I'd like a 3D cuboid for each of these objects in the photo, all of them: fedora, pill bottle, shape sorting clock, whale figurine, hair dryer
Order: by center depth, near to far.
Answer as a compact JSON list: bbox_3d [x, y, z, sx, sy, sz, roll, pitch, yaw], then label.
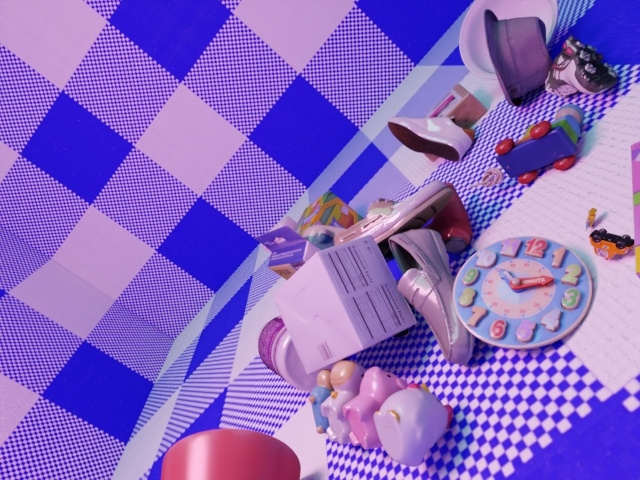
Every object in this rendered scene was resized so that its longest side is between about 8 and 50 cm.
[{"bbox_3d":[0.313,0.075,0.732,0.206,0.040,0.206,-20,41,18],"label":"shape sorting clock"},{"bbox_3d":[0.241,-0.022,1.078,0.224,0.080,0.293,26,71,43],"label":"hair dryer"},{"bbox_3d":[0.526,-0.486,1.196,0.124,0.275,0.243,-11,56,32],"label":"fedora"},{"bbox_3d":[-0.071,0.284,1.227,0.169,0.169,0.301,-56,17,-16],"label":"pill bottle"},{"bbox_3d":[0.058,0.036,1.423,0.272,0.216,0.141,1,69,38],"label":"whale figurine"}]

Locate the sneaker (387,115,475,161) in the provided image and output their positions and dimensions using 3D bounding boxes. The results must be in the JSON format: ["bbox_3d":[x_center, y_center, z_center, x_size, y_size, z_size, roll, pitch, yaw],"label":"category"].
[{"bbox_3d":[0.348,-0.340,1.440,0.290,0.106,0.123,33,72,35],"label":"sneaker"}]

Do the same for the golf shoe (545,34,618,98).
[{"bbox_3d":[0.581,-0.366,1.042,0.120,0.105,0.273,-59,1,38],"label":"golf shoe"}]

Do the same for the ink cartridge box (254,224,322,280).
[{"bbox_3d":[-0.038,0.083,1.331,0.072,0.307,0.304,-63,18,-17],"label":"ink cartridge box"}]

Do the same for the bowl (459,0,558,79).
[{"bbox_3d":[0.589,-0.628,1.401,0.298,0.134,0.297,0,90,47],"label":"bowl"}]

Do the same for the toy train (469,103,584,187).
[{"bbox_3d":[0.448,-0.202,1.015,0.143,0.105,0.248,-48,12,-29],"label":"toy train"}]

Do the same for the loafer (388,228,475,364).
[{"bbox_3d":[0.204,0.097,0.877,0.319,0.112,0.112,-98,8,-52],"label":"loafer"}]

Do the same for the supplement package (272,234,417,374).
[{"bbox_3d":[0.038,0.145,0.986,0.145,0.204,0.262,-18,-16,-32],"label":"supplement package"}]

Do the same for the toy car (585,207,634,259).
[{"bbox_3d":[0.445,-0.007,0.713,0.122,0.060,0.040,-44,-40,-53],"label":"toy car"}]

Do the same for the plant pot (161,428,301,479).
[{"bbox_3d":[-0.170,0.524,0.834,0.275,0.275,0.243,-44,26,23],"label":"plant pot"}]

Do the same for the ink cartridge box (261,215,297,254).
[{"bbox_3d":[-0.101,0.026,1.811,0.158,0.218,0.092,-36,21,44],"label":"ink cartridge box"}]

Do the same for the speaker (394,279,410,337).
[{"bbox_3d":[0.176,0.153,1.042,0.055,0.055,0.136,-41,18,34],"label":"speaker"}]

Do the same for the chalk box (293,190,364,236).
[{"bbox_3d":[0.000,0.000,1.665,0.179,0.180,0.289,-33,25,50],"label":"chalk box"}]

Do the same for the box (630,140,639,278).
[{"bbox_3d":[0.486,-0.050,0.506,0.213,0.117,0.243,-32,25,50],"label":"box"}]

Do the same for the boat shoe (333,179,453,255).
[{"bbox_3d":[0.151,-0.047,1.039,0.302,0.103,0.113,-38,-23,18],"label":"boat shoe"}]

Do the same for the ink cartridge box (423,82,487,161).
[{"bbox_3d":[0.422,-0.399,1.548,0.234,0.088,0.193,-46,17,23],"label":"ink cartridge box"}]

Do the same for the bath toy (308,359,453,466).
[{"bbox_3d":[0.100,0.294,0.827,0.129,0.151,0.348,-8,-7,-26],"label":"bath toy"}]
